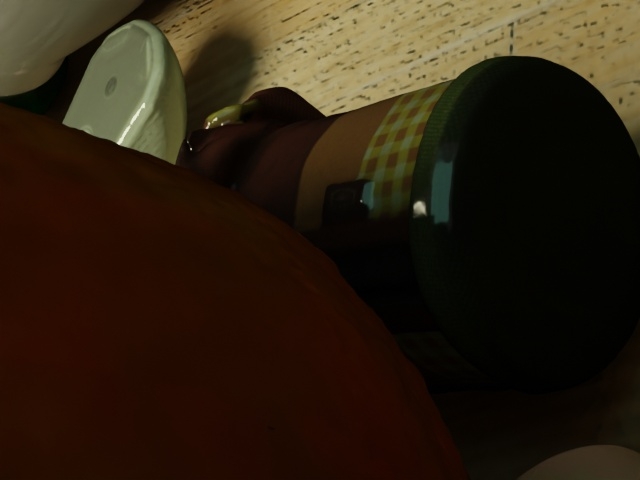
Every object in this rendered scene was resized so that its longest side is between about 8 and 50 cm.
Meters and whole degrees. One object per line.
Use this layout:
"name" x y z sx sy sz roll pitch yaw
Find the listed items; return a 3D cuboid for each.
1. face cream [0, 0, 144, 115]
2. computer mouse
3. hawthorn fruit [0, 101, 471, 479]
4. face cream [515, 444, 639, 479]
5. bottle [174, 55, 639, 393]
"face cream" -0.179 -0.233 0.976 0.219 0.312 0.357 49 123 15
"computer mouse" -0.121 -0.035 0.957 0.182 0.056 0.089 -62 32 6
"hawthorn fruit" -0.158 0.154 0.562 0.472 0.472 0.472 -28 46 33
"face cream" 0.163 0.177 0.452 0.102 0.102 0.345 -55 38 3
"bottle" 0.000 0.000 0.728 0.271 0.143 0.156 -9 58 46
